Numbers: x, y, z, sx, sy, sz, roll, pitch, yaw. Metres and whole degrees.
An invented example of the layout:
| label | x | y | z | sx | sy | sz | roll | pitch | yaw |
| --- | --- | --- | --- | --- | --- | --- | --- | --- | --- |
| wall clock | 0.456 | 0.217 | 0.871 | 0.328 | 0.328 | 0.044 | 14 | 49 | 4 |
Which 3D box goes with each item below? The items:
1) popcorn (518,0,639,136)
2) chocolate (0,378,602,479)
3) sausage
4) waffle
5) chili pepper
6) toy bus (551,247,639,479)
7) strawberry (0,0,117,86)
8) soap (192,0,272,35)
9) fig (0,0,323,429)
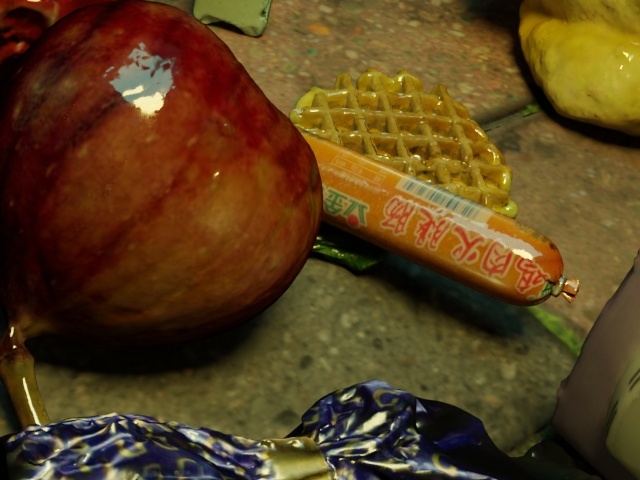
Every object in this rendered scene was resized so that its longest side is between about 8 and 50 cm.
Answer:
| label | x | y | z | sx | sy | sz | roll | pitch | yaw |
| --- | --- | --- | --- | --- | --- | --- | --- | --- | --- |
| popcorn | 0.311 | -0.246 | 1.008 | 0.349 | 0.349 | 0.382 | -3 | 84 | -22 |
| chocolate | -0.005 | 0.129 | 0.626 | 0.343 | 0.126 | 0.148 | -7 | 6 | -30 |
| sausage | 0.011 | -0.037 | 0.814 | 0.347 | 0.053 | 0.053 | 25 | 42 | 17 |
| waffle | 0.059 | -0.065 | 0.908 | 0.191 | 0.038 | 0.191 | 9 | 43 | -9 |
| chili pepper | 0.000 | 0.001 | 0.829 | 0.091 | 0.034 | 0.030 | 17 | 75 | -2 |
| toy bus | 0.347 | 0.136 | 0.664 | 0.249 | 0.209 | 0.440 | -26 | 59 | -36 |
| strawberry | -0.254 | -0.205 | 0.806 | 0.220 | 0.274 | 0.274 | -38 | 59 | -5 |
| soap | -0.056 | -0.275 | 1.039 | 0.063 | 0.115 | 0.198 | 14 | 41 | -3 |
| fig | -0.128 | -0.007 | 0.697 | 0.249 | 0.204 | 0.186 | -45 | 33 | -13 |
